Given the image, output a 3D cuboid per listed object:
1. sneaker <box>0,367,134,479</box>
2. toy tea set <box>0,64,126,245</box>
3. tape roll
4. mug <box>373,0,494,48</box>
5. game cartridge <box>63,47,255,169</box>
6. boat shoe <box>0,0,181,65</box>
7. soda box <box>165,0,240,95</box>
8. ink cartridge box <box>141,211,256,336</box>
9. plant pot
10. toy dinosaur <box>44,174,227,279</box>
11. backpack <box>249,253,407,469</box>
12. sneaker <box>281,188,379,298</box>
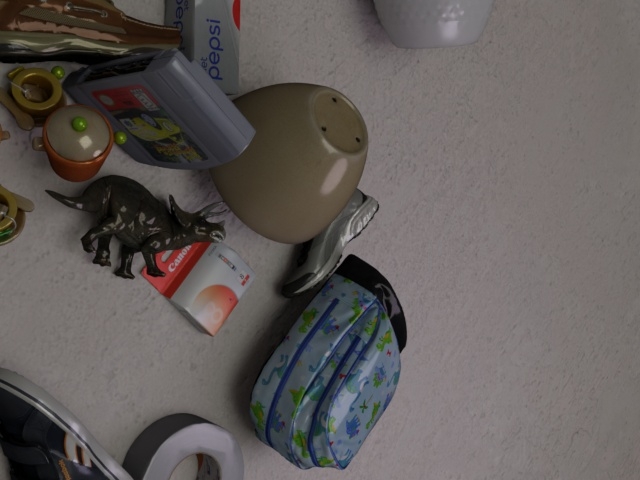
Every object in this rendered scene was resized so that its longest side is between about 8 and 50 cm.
[{"bbox_3d":[-0.408,0.333,1.231,0.127,0.126,0.321,-54,128,-32],"label":"sneaker"},{"bbox_3d":[-0.437,-0.117,1.108,0.200,0.124,0.336,44,62,1],"label":"toy tea set"},{"bbox_3d":[-0.240,0.419,1.435,0.219,0.072,0.219,-7,100,-43],"label":"tape roll"},{"bbox_3d":[0.239,-0.569,1.664,0.374,0.276,0.328,-47,136,-66],"label":"mug"},{"bbox_3d":[-0.239,-0.186,1.214,0.196,0.294,0.060,44,63,-36],"label":"game cartridge"},{"bbox_3d":[-0.354,-0.325,1.212,0.324,0.122,0.120,-9,98,-43],"label":"boat shoe"},{"bbox_3d":[-0.196,-0.388,1.369,0.098,0.091,0.286,-3,97,-43],"label":"soda box"},{"bbox_3d":[-0.209,0.060,1.443,0.145,0.045,0.179,-56,130,-24],"label":"ink cartridge box"},{"bbox_3d":[-0.028,-0.159,1.410,0.284,0.191,0.284,23,53,-35],"label":"plant pot"},{"bbox_3d":[-0.309,-0.034,1.312,0.313,0.121,0.160,26,65,-36],"label":"toy dinosaur"},{"bbox_3d":[0.020,0.257,1.555,0.355,0.273,0.290,-37,145,-20],"label":"backpack"},{"bbox_3d":[0.000,0.000,1.610,0.108,0.100,0.271,39,71,-10],"label":"sneaker"}]
